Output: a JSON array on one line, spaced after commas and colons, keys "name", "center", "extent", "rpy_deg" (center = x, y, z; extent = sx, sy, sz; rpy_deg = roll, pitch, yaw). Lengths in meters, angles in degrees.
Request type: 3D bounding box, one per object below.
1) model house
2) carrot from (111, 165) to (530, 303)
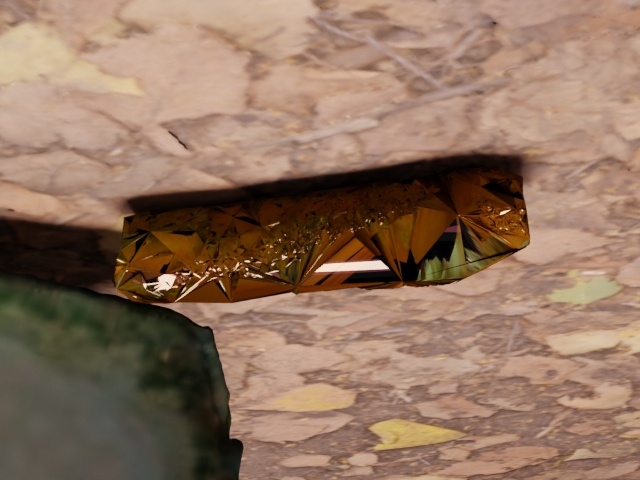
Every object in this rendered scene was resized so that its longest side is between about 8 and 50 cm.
[{"name": "model house", "center": [-0.250, 0.224, 0.866], "extent": [0.297, 0.360, 0.339], "rpy_deg": [13, 158, -20]}, {"name": "carrot", "center": [0.000, 0.000, 0.793], "extent": [0.229, 0.069, 0.069], "rpy_deg": [-6, 158, 6]}]
